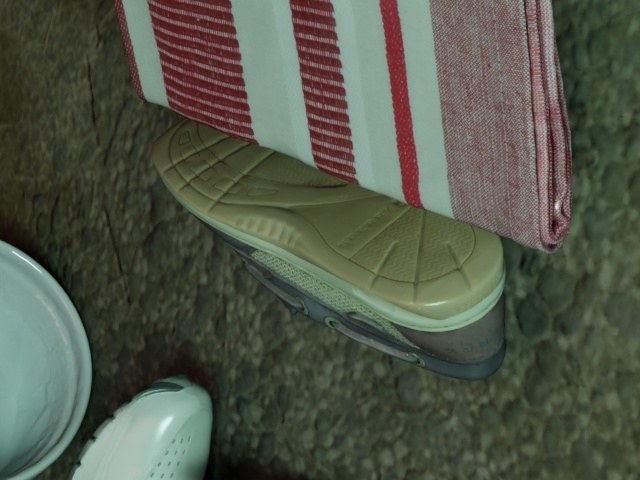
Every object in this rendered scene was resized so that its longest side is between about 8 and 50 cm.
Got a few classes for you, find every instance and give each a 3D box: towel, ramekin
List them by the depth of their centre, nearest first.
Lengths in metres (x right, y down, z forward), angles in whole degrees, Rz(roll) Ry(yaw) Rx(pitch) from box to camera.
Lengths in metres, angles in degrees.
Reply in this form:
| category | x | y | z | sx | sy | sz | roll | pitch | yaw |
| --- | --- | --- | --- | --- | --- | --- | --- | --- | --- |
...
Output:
| category | x | y | z | sx | sy | sz | roll | pitch | yaw |
| --- | --- | --- | --- | --- | --- | --- | --- | --- | --- |
| towel | -0.008 | -0.142 | 0.793 | 0.329 | 0.037 | 0.237 | 23 | 133 | 41 |
| ramekin | -0.284 | 0.103 | 1.113 | 0.109 | 0.207 | 0.207 | -41 | 61 | 49 |

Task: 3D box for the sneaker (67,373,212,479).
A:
| category | x | y | z | sx | sy | sz | roll | pitch | yaw |
| --- | --- | --- | --- | --- | --- | --- | --- | --- | --- |
| sneaker | -0.102 | 0.229 | 1.007 | 0.129 | 0.111 | 0.297 | 23 | 114 | 32 |

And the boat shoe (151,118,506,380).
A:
| category | x | y | z | sx | sy | sz | roll | pitch | yaw |
| --- | --- | --- | --- | --- | --- | --- | --- | --- | --- |
| boat shoe | 0.000 | 0.000 | 0.883 | 0.285 | 0.103 | 0.092 | 28 | 143 | 44 |
